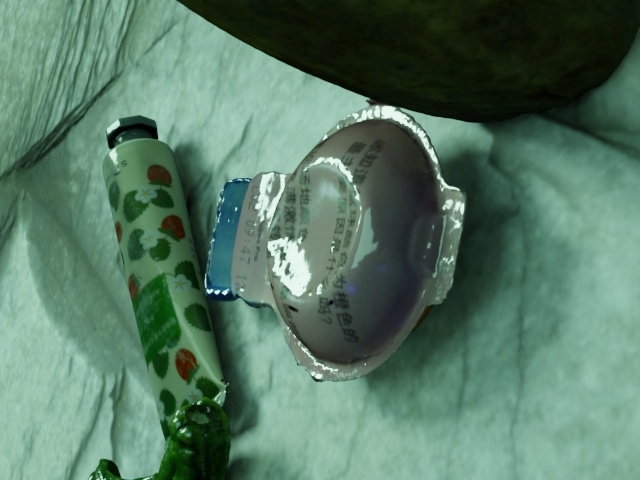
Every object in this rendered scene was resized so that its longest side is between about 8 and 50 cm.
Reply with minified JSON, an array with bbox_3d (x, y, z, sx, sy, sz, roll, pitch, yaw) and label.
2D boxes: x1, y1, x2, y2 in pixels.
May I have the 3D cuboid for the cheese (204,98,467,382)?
[{"bbox_3d":[0.000,0.000,0.964,0.286,0.074,0.189,-1,77,55],"label":"cheese"}]

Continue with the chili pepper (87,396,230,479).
[{"bbox_3d":[-0.116,0.176,1.066,0.182,0.050,0.073,-35,87,44],"label":"chili pepper"}]

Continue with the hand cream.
[{"bbox_3d":[-0.125,0.025,1.131,0.095,0.059,0.276,-44,51,41],"label":"hand cream"}]

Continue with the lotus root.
[{"bbox_3d":[0.021,-0.216,0.803,0.250,0.346,0.250,-33,46,42],"label":"lotus root"}]
